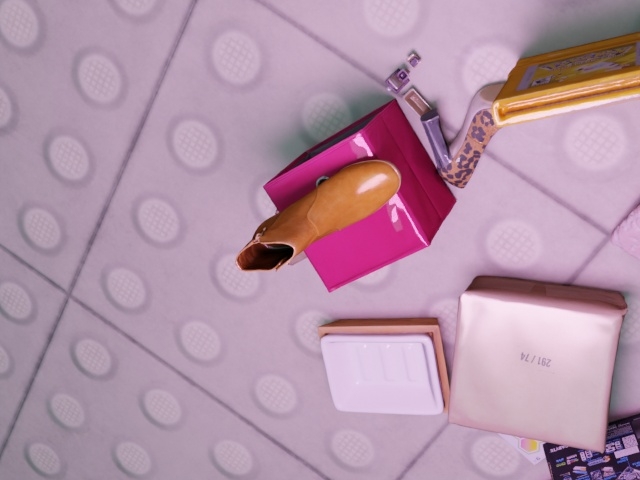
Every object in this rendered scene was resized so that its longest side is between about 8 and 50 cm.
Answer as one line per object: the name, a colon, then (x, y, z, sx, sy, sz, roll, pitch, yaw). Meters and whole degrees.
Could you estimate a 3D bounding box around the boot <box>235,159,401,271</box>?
boot: (-0.003, -0.032, 1.501, 0.295, 0.211, 0.104, -24, 104, 29)

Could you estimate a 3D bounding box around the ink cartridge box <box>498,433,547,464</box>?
ink cartridge box: (0.491, 0.436, 1.907, 0.209, 0.062, 0.109, 41, 121, -1)

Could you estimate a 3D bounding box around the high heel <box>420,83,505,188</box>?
high heel: (0.347, -0.207, 1.672, 0.261, 0.093, 0.186, -15, 125, 18)

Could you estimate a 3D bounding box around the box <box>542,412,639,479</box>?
box: (0.634, 0.509, 1.720, 0.295, 0.293, 0.073, -23, 128, 16)

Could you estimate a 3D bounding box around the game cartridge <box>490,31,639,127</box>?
game cartridge: (0.456, -0.288, 1.433, 0.285, 0.324, 0.053, -9, 112, 25)

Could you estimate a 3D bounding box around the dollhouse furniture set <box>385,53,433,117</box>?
dollhouse furniture set: (0.187, -0.298, 1.678, 0.114, 0.081, 0.091, 47, 122, -4)

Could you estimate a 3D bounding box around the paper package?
paper package: (0.447, 0.247, 1.743, 0.324, 0.168, 0.310, 8, 102, 18)

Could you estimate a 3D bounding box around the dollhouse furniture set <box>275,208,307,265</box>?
dollhouse furniture set: (0.000, 0.000, 1.890, 0.129, 0.129, 0.183, -28, 130, 30)

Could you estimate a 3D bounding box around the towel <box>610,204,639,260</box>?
towel: (0.743, -0.004, 1.527, 0.317, 0.053, 0.332, 33, 148, 5)

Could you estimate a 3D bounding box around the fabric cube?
fabric cube: (0.085, -0.093, 1.711, 0.254, 0.259, 0.258, -26, 101, 29)

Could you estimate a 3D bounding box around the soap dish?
soap dish: (0.156, 0.286, 1.940, 0.290, 0.118, 0.229, -3, 112, 23)
